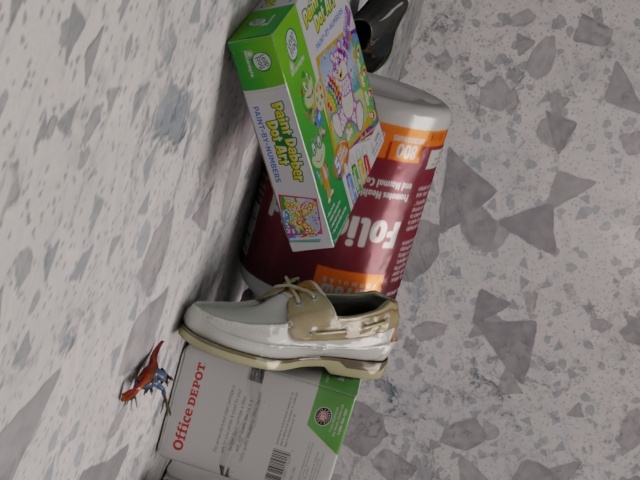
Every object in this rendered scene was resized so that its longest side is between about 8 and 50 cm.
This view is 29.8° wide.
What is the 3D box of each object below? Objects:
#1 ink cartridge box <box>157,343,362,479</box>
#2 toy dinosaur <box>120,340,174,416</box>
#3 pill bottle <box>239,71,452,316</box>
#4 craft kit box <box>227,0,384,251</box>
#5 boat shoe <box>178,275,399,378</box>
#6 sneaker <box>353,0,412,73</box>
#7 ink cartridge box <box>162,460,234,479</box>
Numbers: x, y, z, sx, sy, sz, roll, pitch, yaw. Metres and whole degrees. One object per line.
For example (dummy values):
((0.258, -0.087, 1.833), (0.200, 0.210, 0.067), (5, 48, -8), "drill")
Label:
((-0.076, 0.217, 1.511), (0.092, 0.219, 0.160), (-64, 172, -73), "ink cartridge box")
((-0.184, 0.144, 1.238), (0.082, 0.047, 0.090), (56, 18, -72), "toy dinosaur")
((0.017, -0.024, 1.614), (0.224, 0.224, 0.392), (-53, 160, -73), "pill bottle")
((-0.007, -0.157, 1.310), (0.250, 0.061, 0.247), (-65, 141, -54), "craft kit box")
((-0.032, 0.095, 1.455), (0.302, 0.113, 0.103), (10, 106, -40), "boat shoe")
((0.070, -0.335, 2.005), (0.118, 0.083, 0.222), (-47, 169, -30), "sneaker")
((-0.165, 0.401, 1.742), (0.198, 0.114, 0.273), (-62, 169, -59), "ink cartridge box")
